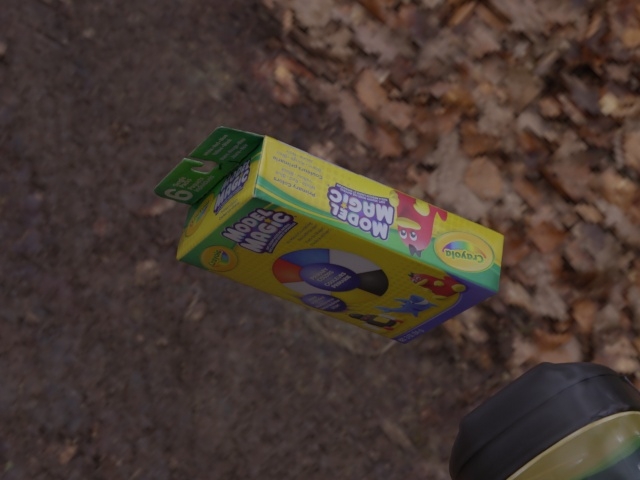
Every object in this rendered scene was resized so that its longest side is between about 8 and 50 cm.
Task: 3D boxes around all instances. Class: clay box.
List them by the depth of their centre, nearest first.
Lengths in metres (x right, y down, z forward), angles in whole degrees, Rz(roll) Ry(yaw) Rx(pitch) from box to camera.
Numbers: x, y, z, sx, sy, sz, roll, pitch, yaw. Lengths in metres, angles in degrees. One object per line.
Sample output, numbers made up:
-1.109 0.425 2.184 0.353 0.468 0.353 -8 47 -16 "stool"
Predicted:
0.000 0.000 0.984 0.222 0.127 0.053 20 61 -21 "clay box"

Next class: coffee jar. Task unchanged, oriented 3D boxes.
0.120 0.132 0.499 0.096 0.079 0.184 38 18 -56 "coffee jar"
